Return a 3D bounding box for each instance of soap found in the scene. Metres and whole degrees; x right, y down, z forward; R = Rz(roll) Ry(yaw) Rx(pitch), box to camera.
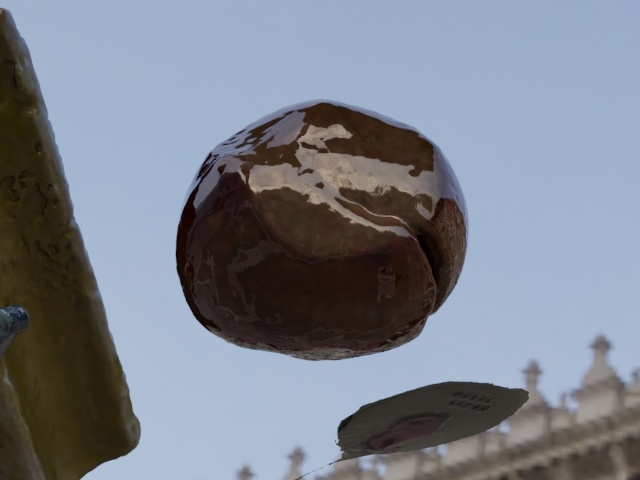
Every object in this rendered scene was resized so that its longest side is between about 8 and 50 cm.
[{"bbox_3d":[-0.303,0.019,1.031,0.304,0.169,0.339,2,-57,23],"label":"soap"}]

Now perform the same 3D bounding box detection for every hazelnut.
[{"bbox_3d":[0.000,0.000,0.828,0.154,0.143,0.143,-14,-34,-19],"label":"hazelnut"}]

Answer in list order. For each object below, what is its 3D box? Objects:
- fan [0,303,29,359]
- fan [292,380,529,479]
[{"bbox_3d":[-0.210,0.096,0.904,0.038,0.016,0.193,50,-50,14],"label":"fan"},{"bbox_3d":[0.048,0.189,1.457,0.182,0.010,0.310,15,-36,-44],"label":"fan"}]
